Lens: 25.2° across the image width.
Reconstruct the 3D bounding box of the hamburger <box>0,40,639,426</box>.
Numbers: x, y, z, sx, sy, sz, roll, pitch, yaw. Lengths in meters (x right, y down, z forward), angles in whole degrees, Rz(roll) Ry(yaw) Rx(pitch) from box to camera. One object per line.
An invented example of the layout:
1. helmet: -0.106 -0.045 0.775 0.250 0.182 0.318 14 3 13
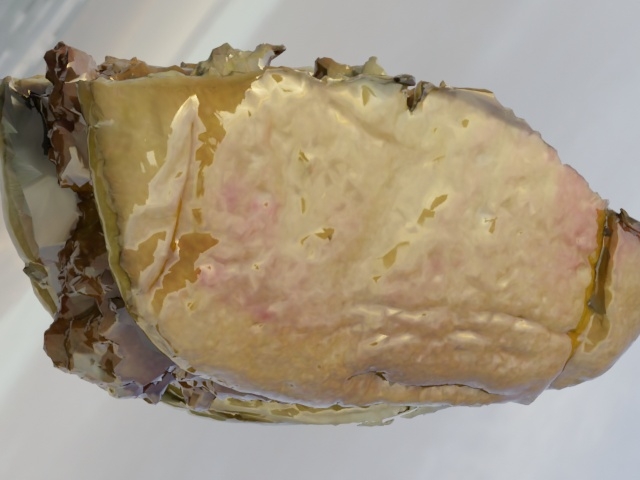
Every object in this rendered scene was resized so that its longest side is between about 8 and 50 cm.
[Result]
1. hamburger: 0.000 0.000 0.632 0.245 0.282 0.155 -42 -159 -11
